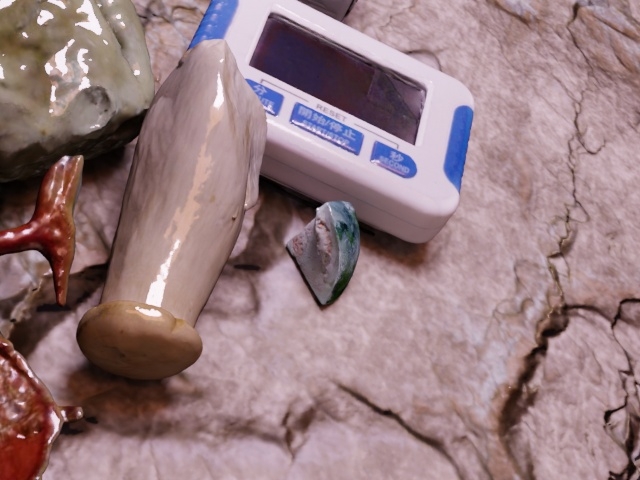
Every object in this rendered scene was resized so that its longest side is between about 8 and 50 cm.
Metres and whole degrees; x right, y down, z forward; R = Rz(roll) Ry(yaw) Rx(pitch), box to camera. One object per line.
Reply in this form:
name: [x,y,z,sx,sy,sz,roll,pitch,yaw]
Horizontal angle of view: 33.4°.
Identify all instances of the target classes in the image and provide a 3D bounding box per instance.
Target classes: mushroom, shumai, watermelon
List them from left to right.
shumai: [-0.226,-0.173,0.745,0.260,0.222,0.225,35,44,-5]
mushroom: [-0.099,-0.019,0.757,0.096,0.108,0.247,28,62,-25]
watermelon: [0.000,0.000,0.839,0.061,0.085,0.085,0,46,16]

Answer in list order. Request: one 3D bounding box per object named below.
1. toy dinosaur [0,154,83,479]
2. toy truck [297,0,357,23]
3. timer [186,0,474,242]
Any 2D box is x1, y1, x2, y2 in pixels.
toy dinosaur: [-0.229,0.016,0.590,0.206,0.113,0.328,6,65,-9]
toy truck: [-0.065,-0.292,1.003,0.242,0.101,0.125,24,52,-5]
timer: [0.003,-0.109,0.909,0.253,0.078,0.178,25,46,-8]
